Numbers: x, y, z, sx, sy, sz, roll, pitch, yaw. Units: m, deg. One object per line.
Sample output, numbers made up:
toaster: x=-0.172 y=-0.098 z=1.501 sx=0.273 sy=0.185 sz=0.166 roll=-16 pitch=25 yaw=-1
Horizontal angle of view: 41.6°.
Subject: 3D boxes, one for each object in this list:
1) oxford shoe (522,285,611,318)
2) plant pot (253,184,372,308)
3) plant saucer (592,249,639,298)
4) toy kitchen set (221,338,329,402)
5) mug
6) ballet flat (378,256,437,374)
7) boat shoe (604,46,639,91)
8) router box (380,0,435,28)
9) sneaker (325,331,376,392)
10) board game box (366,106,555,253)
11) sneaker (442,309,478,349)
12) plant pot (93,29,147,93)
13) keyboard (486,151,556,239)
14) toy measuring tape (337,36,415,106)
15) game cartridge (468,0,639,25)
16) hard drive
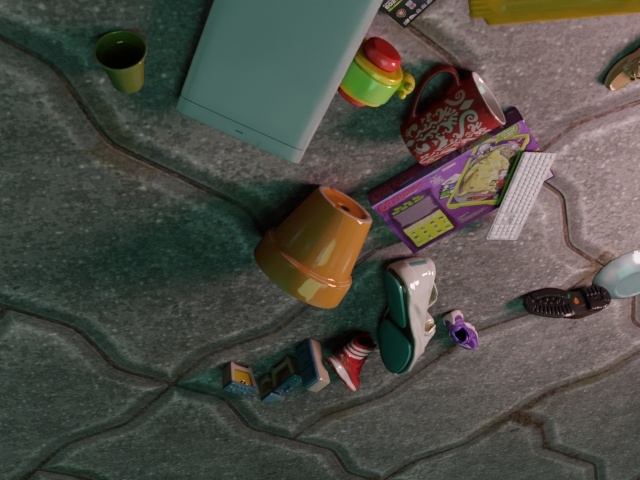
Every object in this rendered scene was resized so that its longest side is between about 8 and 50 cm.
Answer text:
oxford shoe: x=0.622 y=0.173 z=2.159 sx=0.227 sy=0.082 sz=0.096 roll=1 pitch=151 yaw=-10
plant pot: x=0.000 y=0.000 z=1.685 sx=0.205 sy=0.205 sz=0.188 roll=20 pitch=112 yaw=-35
plant saucer: x=0.800 y=0.100 z=2.165 sx=0.195 sy=0.037 sz=0.195 roll=-10 pitch=139 yaw=-9
toy kitchen set: x=-0.114 y=0.332 z=2.063 sx=0.166 sy=0.122 sz=0.207 roll=25 pitch=125 yaw=-38
mug: x=0.233 y=-0.236 z=1.567 sx=0.169 sy=0.150 sz=0.113 roll=-32 pitch=174 yaw=24
ballet flat: x=0.221 y=0.184 z=2.017 sx=0.139 sy=0.139 sz=0.400 roll=-10 pitch=139 yaw=-7
boat shoe: x=0.603 y=-0.330 z=1.602 sx=0.050 sy=0.045 sz=0.135 roll=22 pitch=127 yaw=-36
router box: x=0.148 y=-0.416 z=1.361 sx=0.122 sy=0.038 sz=0.092 roll=-39 pitch=134 yaw=25
sneaker: x=0.099 y=0.309 z=2.138 sx=0.128 sy=0.087 sz=0.221 roll=-38 pitch=159 yaw=-3
board game box: x=0.293 y=-0.116 z=1.747 sx=0.347 sy=0.056 sz=0.208 roll=-29 pitch=142 yaw=15
sneaker: x=0.362 y=0.246 z=2.162 sx=0.068 sy=0.071 sz=0.170 roll=-29 pitch=139 yaw=14
plant pot: x=-0.312 y=-0.278 z=1.345 sx=0.083 sy=0.083 sz=0.079 roll=-11 pitch=152 yaw=-6
keyboard: x=0.420 y=-0.090 z=1.774 sx=0.072 sy=0.014 sz=0.256 roll=-4 pitch=138 yaw=-15
toy measuring tape: x=0.030 y=-0.299 z=1.398 sx=0.330 sy=0.121 sz=0.121 roll=16 pitch=131 yaw=-32
game cartridge: x=0.346 y=-0.474 z=1.232 sx=0.286 sy=0.052 sz=0.323 roll=-1 pitch=131 yaw=19
hard drive: x=-0.074 y=-0.301 z=1.344 sx=0.233 sy=0.047 sz=0.353 roll=24 pitch=132 yaw=-8
